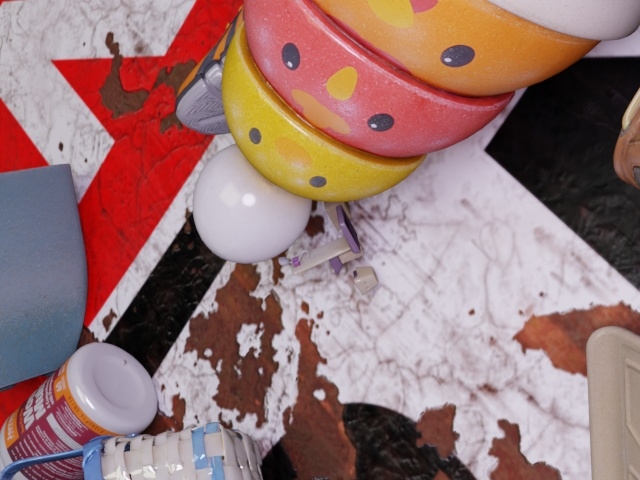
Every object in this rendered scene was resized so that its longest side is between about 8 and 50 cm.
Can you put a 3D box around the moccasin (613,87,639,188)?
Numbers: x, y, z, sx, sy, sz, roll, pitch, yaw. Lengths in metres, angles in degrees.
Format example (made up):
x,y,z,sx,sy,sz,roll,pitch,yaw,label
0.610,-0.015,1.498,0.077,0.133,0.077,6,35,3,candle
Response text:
x,y,z,sx,sy,sz,roll,pitch,yaw,label
0.359,-0.181,0.919,0.380,0.139,0.147,-55,25,-1,moccasin

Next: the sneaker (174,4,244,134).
x,y,z,sx,sy,sz,roll,pitch,yaw,label
-0.040,-0.258,1.344,0.321,0.124,0.180,-34,57,20,sneaker

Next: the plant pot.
x,y,z,sx,sy,sz,roll,pitch,yaw,label
-0.436,0.070,1.551,0.247,0.247,0.252,-20,87,38,plant pot

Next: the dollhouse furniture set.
x,y,z,sx,sy,sz,roll,pitch,yaw,label
0.000,0.000,1.284,0.081,0.091,0.114,-24,34,9,dollhouse furniture set

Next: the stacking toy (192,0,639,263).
x,y,z,sx,sy,sz,roll,pitch,yaw,label
0.030,-0.148,1.135,0.480,0.350,0.351,-55,51,32,stacking toy

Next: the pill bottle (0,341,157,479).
x,y,z,sx,sy,sz,roll,pitch,yaw,label
-0.301,0.227,1.472,0.221,0.121,0.121,-42,57,28,pill bottle

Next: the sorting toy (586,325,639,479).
x,y,z,sx,sy,sz,roll,pitch,yaw,label
0.289,0.235,0.946,0.229,0.041,0.307,-152,53,-63,sorting toy

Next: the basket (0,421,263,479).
x,y,z,sx,sy,sz,roll,pitch,yaw,label
-0.191,0.323,1.281,0.288,0.201,0.255,-15,69,6,basket
